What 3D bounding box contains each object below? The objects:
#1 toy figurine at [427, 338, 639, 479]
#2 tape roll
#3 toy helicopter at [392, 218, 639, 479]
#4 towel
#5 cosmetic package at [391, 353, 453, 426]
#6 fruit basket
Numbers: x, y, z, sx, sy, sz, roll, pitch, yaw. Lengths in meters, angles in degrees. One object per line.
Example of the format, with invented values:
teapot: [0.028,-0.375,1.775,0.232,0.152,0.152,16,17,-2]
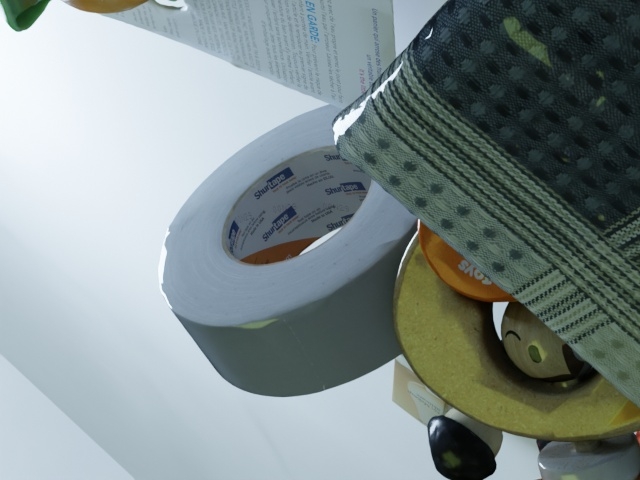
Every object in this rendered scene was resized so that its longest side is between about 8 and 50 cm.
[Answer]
toy figurine: [0.203,0.155,1.070,0.213,0.148,0.209,48,158,-14]
tape roll: [0.000,0.000,1.027,0.219,0.219,0.072,15,146,49]
toy helicopter: [0.209,0.080,0.869,0.355,0.140,0.235,17,110,16]
towel: [0.194,-0.016,0.672,0.324,0.056,0.312,41,146,-5]
cosmetic package: [0.098,0.122,1.338,0.060,0.041,0.115,34,157,19]
fruit basket: [-0.107,-0.231,0.923,0.353,0.165,0.327,18,153,15]
